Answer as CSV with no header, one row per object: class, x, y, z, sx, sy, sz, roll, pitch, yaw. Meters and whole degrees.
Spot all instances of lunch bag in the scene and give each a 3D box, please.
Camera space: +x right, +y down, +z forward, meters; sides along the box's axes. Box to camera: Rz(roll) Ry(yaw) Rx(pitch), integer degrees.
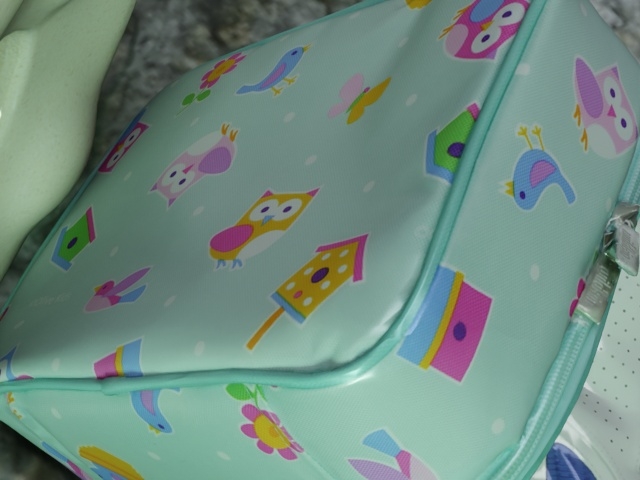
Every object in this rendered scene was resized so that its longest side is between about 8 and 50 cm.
lunch bag,0.000,0.000,0.544,0.108,0.279,0.224,47,55,-28

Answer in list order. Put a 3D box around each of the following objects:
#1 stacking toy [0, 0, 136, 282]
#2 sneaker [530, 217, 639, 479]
stacking toy,-0.321,-0.119,0.476,0.480,0.350,0.350,27,62,-4
sneaker,0.113,0.109,0.591,0.182,0.127,0.315,32,70,5
